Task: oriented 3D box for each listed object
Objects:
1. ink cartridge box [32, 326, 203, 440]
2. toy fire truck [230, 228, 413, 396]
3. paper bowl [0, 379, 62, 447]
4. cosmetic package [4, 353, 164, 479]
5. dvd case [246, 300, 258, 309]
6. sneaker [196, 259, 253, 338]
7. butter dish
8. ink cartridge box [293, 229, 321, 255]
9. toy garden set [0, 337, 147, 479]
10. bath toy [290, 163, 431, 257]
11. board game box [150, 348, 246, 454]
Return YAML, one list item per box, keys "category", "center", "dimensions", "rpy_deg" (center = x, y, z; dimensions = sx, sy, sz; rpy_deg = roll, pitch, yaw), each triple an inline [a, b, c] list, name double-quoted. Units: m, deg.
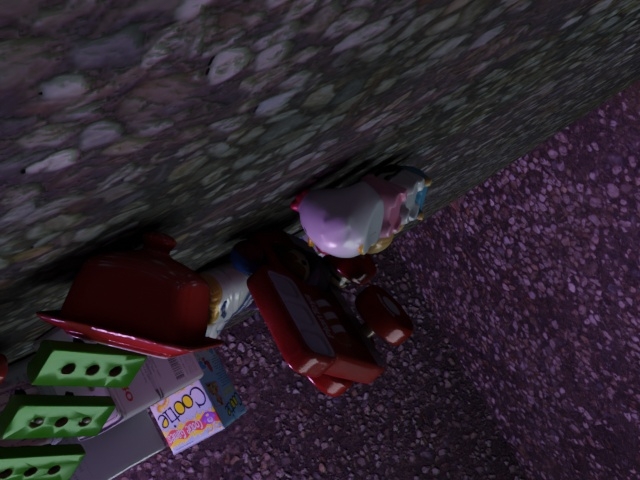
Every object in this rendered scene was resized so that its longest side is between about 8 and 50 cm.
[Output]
- category: "ink cartridge box"
  center: [-0.295, 0.181, 1.032]
  dimensions: [0.092, 0.158, 0.218]
  rpy_deg: [-30, 174, 19]
- category: "toy fire truck"
  center: [-0.018, 0.089, 1.058]
  dimensions: [0.169, 0.302, 0.254]
  rpy_deg: [-43, 143, 16]
- category: "paper bowl"
  center: [-0.472, 0.250, 0.820]
  dimensions: [0.284, 0.148, 0.284]
  rpy_deg: [-29, 174, -3]
- category: "cosmetic package"
  center: [-0.500, 0.334, 1.041]
  dimensions: [0.453, 0.230, 0.161]
  rpy_deg: [-25, 174, -33]
- category: "dvd case"
  center: [-0.113, 0.091, 1.487]
  dimensions: [0.179, 0.029, 0.239]
  rpy_deg: [-1, -165, 43]
- category: "sneaker"
  center: [-0.177, 0.111, 1.254]
  dimensions: [0.131, 0.111, 0.296]
  rpy_deg: [-27, 175, -26]
- category: "butter dish"
  center: [-0.177, 0.049, 0.703]
  dimensions: [0.160, 0.118, 0.160]
  rpy_deg: [11, 176, 6]
- category: "ink cartridge box"
  center: [0.000, 0.000, 1.378]
  dimensions: [0.209, 0.062, 0.109]
  rpy_deg: [-29, 175, 7]
- category: "toy garden set"
  center: [-0.314, 0.182, 0.657]
  dimensions: [0.204, 0.049, 0.244]
  rpy_deg: [18, 111, -51]
- category: "bath toy"
  center: [0.062, -0.043, 1.049]
  dimensions: [0.348, 0.129, 0.151]
  rpy_deg: [-21, 127, -67]
- category: "board game box"
  center: [-0.312, 0.314, 1.563]
  dimensions: [0.142, 0.275, 0.144]
  rpy_deg: [-30, 174, 13]
